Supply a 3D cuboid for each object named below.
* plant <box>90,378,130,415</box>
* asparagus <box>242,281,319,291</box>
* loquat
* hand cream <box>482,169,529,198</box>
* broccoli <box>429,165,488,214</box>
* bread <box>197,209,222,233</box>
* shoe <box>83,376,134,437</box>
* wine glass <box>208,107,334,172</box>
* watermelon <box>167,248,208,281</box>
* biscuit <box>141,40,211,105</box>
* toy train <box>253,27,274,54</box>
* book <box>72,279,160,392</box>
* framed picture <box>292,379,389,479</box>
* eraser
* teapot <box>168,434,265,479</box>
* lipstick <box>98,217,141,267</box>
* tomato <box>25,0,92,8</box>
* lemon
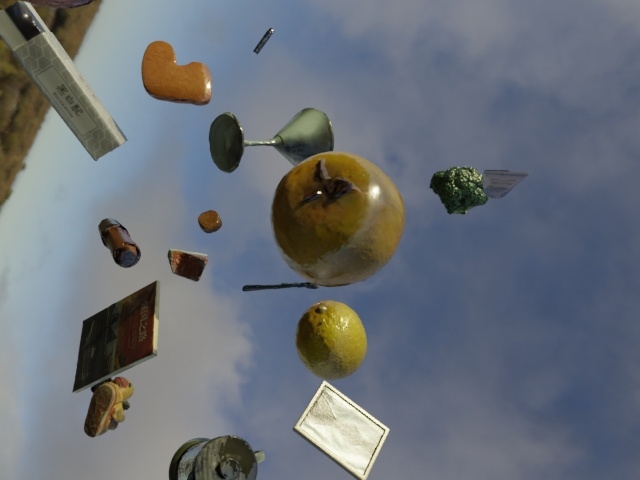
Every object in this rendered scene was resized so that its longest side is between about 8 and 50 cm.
[{"bbox_3d":[-0.677,0.512,1.645,0.174,0.087,0.085,31,-103,31],"label":"plant"},{"bbox_3d":[-0.104,0.127,1.390,0.022,0.232,0.023,34,-61,56],"label":"asparagus"},{"bbox_3d":[0.043,-0.037,1.248,0.328,0.359,0.329,-4,-118,7],"label":"loquat"},{"bbox_3d":[0.365,-0.118,1.034,0.142,0.084,0.053,38,57,-79],"label":"hand cream"},{"bbox_3d":[0.435,-0.161,1.585,0.156,0.195,0.196,92,1,-57],"label":"broccoli"},{"bbox_3d":[-0.397,-0.064,1.829,0.053,0.084,0.085,80,14,-60],"label":"bread"},{"bbox_3d":[-0.393,0.306,0.939,0.072,0.069,0.109,2,-103,19],"label":"shoe"},{"bbox_3d":[-0.181,-0.354,1.843,0.267,0.405,0.268,14,-71,45],"label":"wine glass"},{"bbox_3d":[-0.387,0.086,1.588,0.158,0.121,0.098,8,-92,30],"label":"watermelon"},{"bbox_3d":[-0.397,-0.469,1.408,0.036,0.191,0.187,131,-39,-65],"label":"biscuit"},{"bbox_3d":[-0.159,-0.560,1.419,0.083,0.017,0.017,-53,-171,8],"label":"toy train"},{"bbox_3d":[-0.662,0.313,1.646,0.373,0.028,0.263,-27,-130,22],"label":"book"},{"bbox_3d":[0.053,0.449,1.203,0.150,0.203,0.015,-49,172,-41],"label":"framed picture"},{"bbox_3d":[-0.671,-0.408,1.326,0.098,0.404,0.096,-30,-155,1],"label":"eraser"},{"bbox_3d":[-0.295,0.684,1.527,0.337,0.270,0.201,-40,-122,54],"label":"teapot"},{"bbox_3d":[-0.563,0.001,1.408,0.418,0.077,0.077,23,-93,59],"label":"lipstick"},{"bbox_3d":[-0.464,-0.528,0.865,0.101,0.227,0.228,-14,-124,57],"label":"tomato"},{"bbox_3d":[0.033,0.318,1.606,0.235,0.263,0.236,-34,-160,14],"label":"lemon"}]
